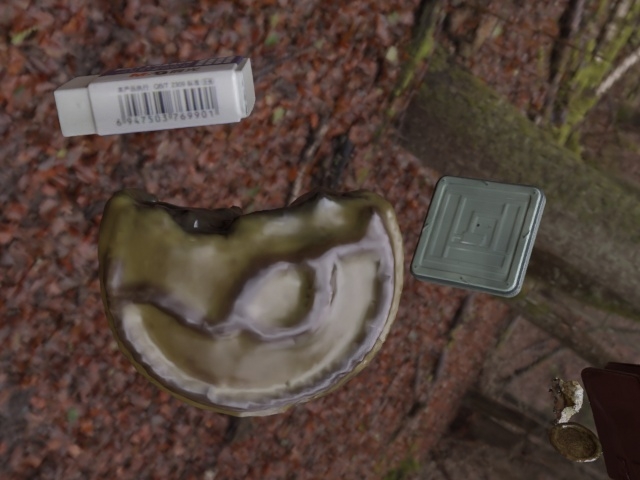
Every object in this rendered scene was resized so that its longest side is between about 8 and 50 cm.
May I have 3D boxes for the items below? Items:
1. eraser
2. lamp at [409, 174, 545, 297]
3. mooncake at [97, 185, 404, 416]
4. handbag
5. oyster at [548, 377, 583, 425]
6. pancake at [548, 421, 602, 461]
[{"bbox_3d":[-0.243,-0.217,1.242,0.124,0.279,0.081,-87,171,-68],"label":"eraser"},{"bbox_3d":[0.362,-0.015,1.911,0.047,0.267,0.269,42,63,-55],"label":"lamp"},{"bbox_3d":[-0.094,0.036,1.132,0.394,0.393,0.246,-41,-171,2],"label":"mooncake"},{"bbox_3d":[0.665,0.395,1.729,0.084,0.275,0.260,-15,178,-15],"label":"handbag"},{"bbox_3d":[0.594,0.390,1.999,0.209,0.072,0.132,75,17,-51],"label":"oyster"},{"bbox_3d":[0.516,0.407,1.672,0.115,0.115,0.011,-42,147,-50],"label":"pancake"}]
